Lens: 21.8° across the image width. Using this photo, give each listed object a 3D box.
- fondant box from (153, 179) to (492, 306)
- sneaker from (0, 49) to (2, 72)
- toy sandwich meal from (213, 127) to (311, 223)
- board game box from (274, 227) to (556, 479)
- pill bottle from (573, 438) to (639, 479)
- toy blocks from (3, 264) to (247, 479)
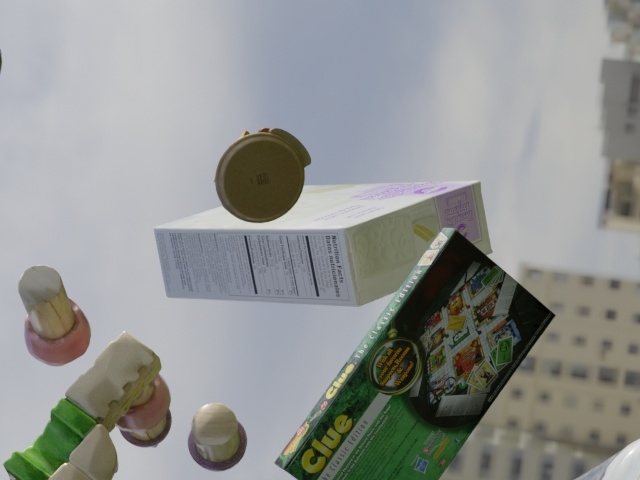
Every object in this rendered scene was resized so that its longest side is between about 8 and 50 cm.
[{"bbox_3d":[0.000,0.000,1.972,0.238,0.330,0.096,-19,-75,-43],"label":"fondant box"},{"bbox_3d":[-0.262,-0.050,1.139,0.081,0.090,0.232,100,-166,-54],"label":"sneaker"},{"bbox_3d":[-0.051,-0.056,1.394,0.029,0.085,0.085,-140,52,-69],"label":"toy sandwich meal"},{"bbox_3d":[0.086,0.131,1.482,0.260,0.136,0.030,-53,25,-7],"label":"board game box"},{"bbox_3d":[0.355,0.311,1.724,0.361,0.204,0.204,119,165,-67],"label":"pill bottle"},{"bbox_3d":[-0.227,0.243,1.571,0.288,0.309,0.260,-50,-17,-21],"label":"toy blocks"}]
